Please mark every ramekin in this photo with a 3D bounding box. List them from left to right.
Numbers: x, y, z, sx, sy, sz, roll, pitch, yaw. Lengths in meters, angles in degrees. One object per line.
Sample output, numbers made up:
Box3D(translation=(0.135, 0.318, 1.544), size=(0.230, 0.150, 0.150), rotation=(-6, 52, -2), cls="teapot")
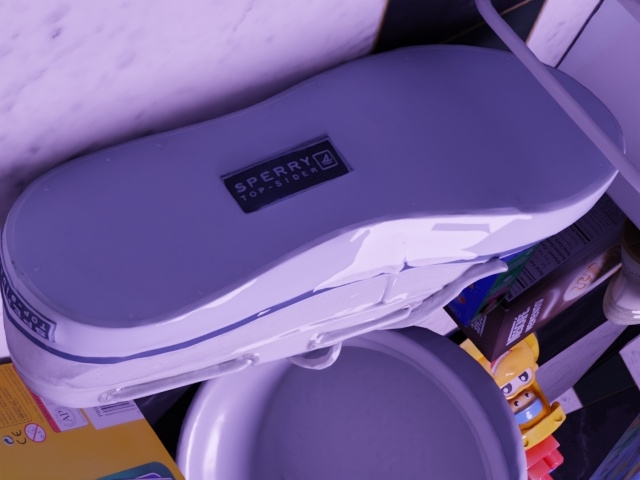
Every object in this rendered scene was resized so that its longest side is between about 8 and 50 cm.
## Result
Box3D(translation=(0.033, 0.192, 0.856), size=(0.277, 0.277, 0.135), rotation=(-45, 166, 18), cls="ramekin")

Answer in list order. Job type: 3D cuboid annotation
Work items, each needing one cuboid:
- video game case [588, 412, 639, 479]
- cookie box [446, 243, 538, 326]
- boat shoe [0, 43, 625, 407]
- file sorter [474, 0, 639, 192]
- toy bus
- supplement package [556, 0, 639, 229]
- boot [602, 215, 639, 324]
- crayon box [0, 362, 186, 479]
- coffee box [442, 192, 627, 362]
Box3D(translation=(0.244, 0.133, 0.744), size=(0.285, 0.025, 0.204), rotation=(-42, 165, -29), cls="video game case")
Box3D(translation=(0.112, 0.003, 0.825), size=(0.040, 0.092, 0.107), rotation=(-32, 160, -24), cls="cookie box")
Box3D(translation=(0.003, 0.007, 0.585), size=(0.367, 0.136, 0.156), rotation=(-22, 155, -31), cls="boat shoe")
Box3D(translation=(0.229, -0.170, 0.501), size=(0.173, 0.193, 0.278), rotation=(-18, 152, -38), cls="file sorter")
Box3D(translation=(0.238, 0.221, 1.348), size=(0.149, 0.211, 0.220), rotation=(-30, 157, -17), cls="toy bus")
Box3D(translation=(0.301, -0.104, 0.747), size=(0.149, 0.203, 0.194), rotation=(-24, 157, -35), cls="supplement package")
Box3D(translation=(0.344, -0.012, 0.923), size=(0.213, 0.077, 0.165), rotation=(-30, 154, -8), cls="boot")
Box3D(translation=(-0.126, 0.194, 0.560), size=(0.081, 0.278, 0.165), rotation=(-48, 158, 25), cls="crayon box")
Box3D(translation=(0.227, -0.012, 0.974), size=(0.246, 0.098, 0.141), rotation=(-34, 157, -12), cls="coffee box")
